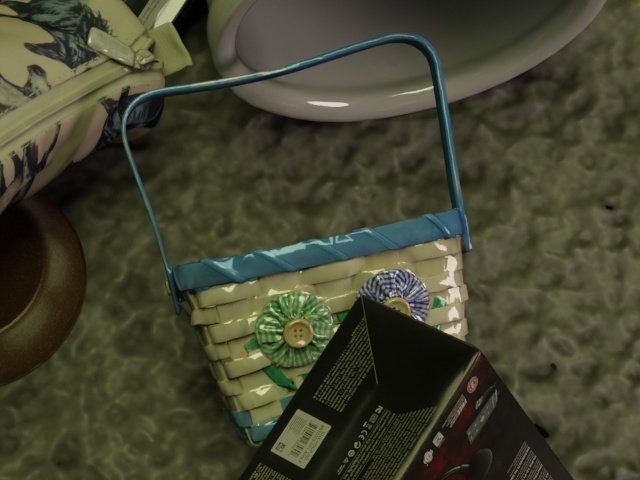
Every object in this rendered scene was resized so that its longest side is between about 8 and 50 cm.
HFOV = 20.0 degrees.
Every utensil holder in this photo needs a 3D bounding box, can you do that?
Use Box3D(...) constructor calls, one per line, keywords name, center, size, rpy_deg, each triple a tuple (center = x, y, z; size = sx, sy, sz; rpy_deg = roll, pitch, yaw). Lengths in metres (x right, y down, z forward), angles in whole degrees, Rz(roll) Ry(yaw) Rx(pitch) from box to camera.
Box3D(name="utensil holder", center=(0.032, -0.341, 1.496), size=(0.327, 0.327, 0.386), rpy_deg=(-12, 69, -5))

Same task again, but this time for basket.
Box3D(name="basket", center=(0.000, 0.000, 1.402), size=(0.254, 0.201, 0.289), rpy_deg=(-15, 84, -6))

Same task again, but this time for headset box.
Box3D(name="headset box", center=(0.064, 0.208, 1.278), size=(0.110, 0.293, 0.218), rpy_deg=(24, 73, 35))

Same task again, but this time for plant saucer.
Box3D(name="plant saucer", center=(-0.295, 0.028, 1.499), size=(0.198, 0.036, 0.199), rpy_deg=(-1, 64, 1))

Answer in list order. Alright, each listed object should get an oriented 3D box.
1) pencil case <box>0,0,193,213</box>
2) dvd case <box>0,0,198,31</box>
Box3D(name="pencil case", center=(-0.274, -0.074, 1.369), size=(0.160, 0.183, 0.410), rpy_deg=(59, 36, -10))
Box3D(name="dvd case", center=(-0.225, -0.241, 1.600), size=(0.238, 0.029, 0.179), rpy_deg=(32, 87, 14))
